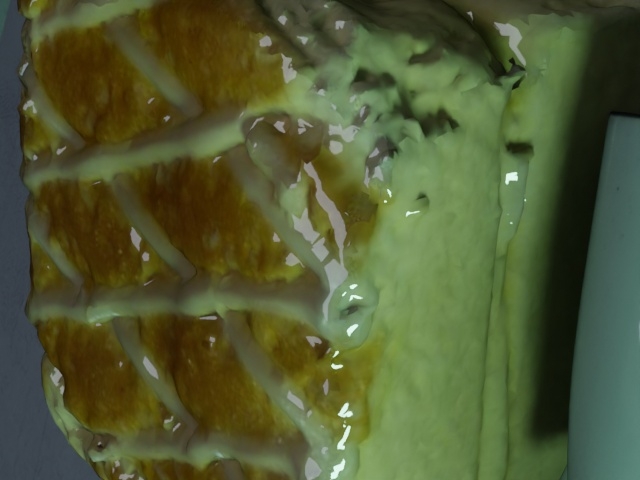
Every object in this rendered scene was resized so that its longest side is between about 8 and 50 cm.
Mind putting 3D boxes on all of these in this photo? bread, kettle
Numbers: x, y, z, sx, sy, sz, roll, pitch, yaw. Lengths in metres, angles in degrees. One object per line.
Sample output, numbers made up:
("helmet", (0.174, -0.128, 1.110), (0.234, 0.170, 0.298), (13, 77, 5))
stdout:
("bread", (0.000, 0.000, 1.052), (0.390, 0.279, 0.371), (28, 120, 49))
("kettle", (0.230, 0.067, 0.859), (0.221, 0.161, 0.236), (13, 95, 33))
